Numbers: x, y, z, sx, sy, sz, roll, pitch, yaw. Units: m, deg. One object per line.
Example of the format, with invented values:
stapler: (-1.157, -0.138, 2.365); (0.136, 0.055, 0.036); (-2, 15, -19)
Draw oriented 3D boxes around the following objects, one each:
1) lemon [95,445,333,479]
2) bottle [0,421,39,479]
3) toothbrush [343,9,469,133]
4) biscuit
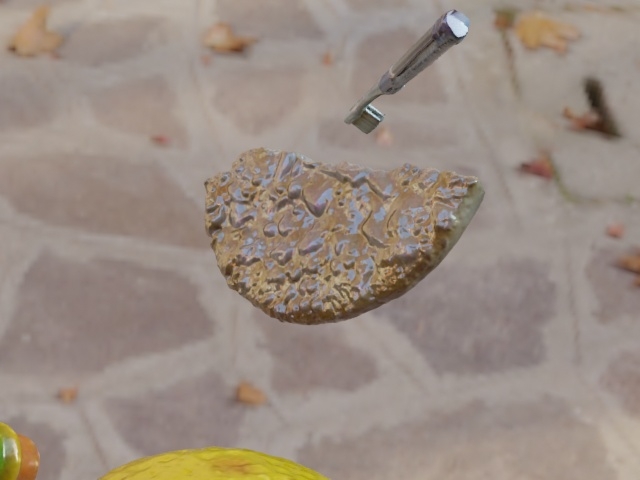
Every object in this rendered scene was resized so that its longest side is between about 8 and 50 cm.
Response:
lemon: (-0.050, 0.215, 0.905); (0.228, 0.228, 0.253); (-14, 53, -27)
bottle: (-0.235, 0.112, 1.016); (0.187, 0.069, 0.069); (19, 23, -47)
toothbrush: (0.044, -0.087, 1.000); (0.019, 0.219, 0.016); (36, 75, -4)
biscuit: (0.001, 0.001, 1.464); (0.290, 0.141, 0.038); (10, -12, 44)
